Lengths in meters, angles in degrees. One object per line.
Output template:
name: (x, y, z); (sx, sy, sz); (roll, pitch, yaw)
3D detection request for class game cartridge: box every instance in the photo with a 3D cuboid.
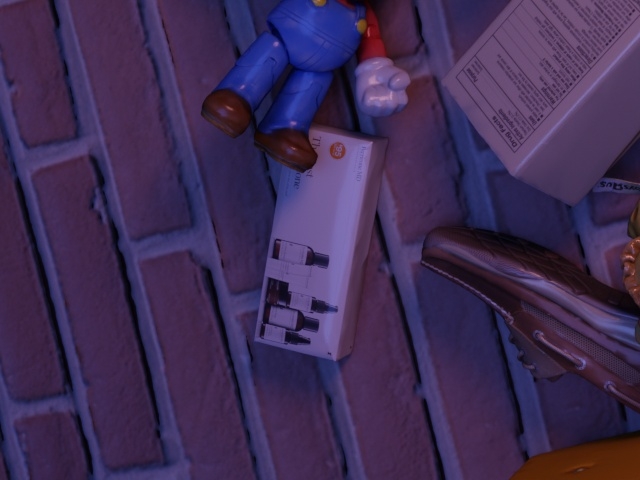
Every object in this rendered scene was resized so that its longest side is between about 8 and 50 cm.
game cartridge: (0.326, 0.223, 1.765); (0.323, 0.285, 0.053); (-14, 92, 20)

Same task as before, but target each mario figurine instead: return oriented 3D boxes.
mario figurine: (0.010, -0.231, 1.841); (0.170, 0.198, 0.320); (31, 95, 29)

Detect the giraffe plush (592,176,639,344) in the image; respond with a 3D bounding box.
giraffe plush: (0.354, 0.006, 1.752); (0.210, 0.170, 0.181); (-6, 135, 22)

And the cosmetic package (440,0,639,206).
cosmetic package: (0.280, -0.204, 1.784); (0.309, 0.113, 0.160); (-48, 47, 19)

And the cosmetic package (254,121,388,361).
cosmetic package: (0.000, 0.000, 1.966); (0.099, 0.060, 0.239); (12, 101, 16)

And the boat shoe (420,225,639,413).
boat shoe: (0.239, 0.088, 1.867); (0.324, 0.123, 0.116); (27, 107, 15)
